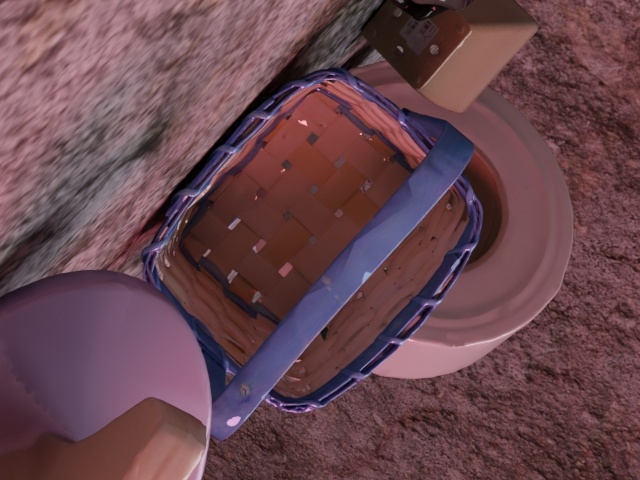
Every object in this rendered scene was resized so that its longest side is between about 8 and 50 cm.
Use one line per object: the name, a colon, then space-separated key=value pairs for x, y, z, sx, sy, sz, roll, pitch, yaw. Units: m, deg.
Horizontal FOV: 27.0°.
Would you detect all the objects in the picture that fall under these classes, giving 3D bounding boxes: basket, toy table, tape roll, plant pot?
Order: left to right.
toy table: x=-0.146 y=0.159 z=0.652 sx=0.274 sy=0.252 sz=0.161 roll=-68 pitch=-158 yaw=9
basket: x=0.000 y=0.000 z=0.964 sx=0.255 sy=0.201 sz=0.289 roll=-47 pitch=-172 yaw=8
tape roll: x=0.085 y=-0.022 z=1.225 sx=0.286 sy=0.286 sz=0.100 roll=-46 pitch=177 yaw=-28
plant pot: x=0.100 y=-0.181 z=1.139 sx=0.109 sy=0.109 sz=0.096 roll=-48 pitch=165 yaw=26

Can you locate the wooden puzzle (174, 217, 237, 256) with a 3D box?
wooden puzzle: x=-0.105 y=-0.011 z=1.255 sx=0.078 sy=0.014 sz=0.116 roll=-43 pitch=178 yaw=2

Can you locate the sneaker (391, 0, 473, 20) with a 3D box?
sneaker: x=0.098 y=-0.204 z=0.881 sx=0.106 sy=0.078 sz=0.234 roll=-50 pitch=180 yaw=-12
